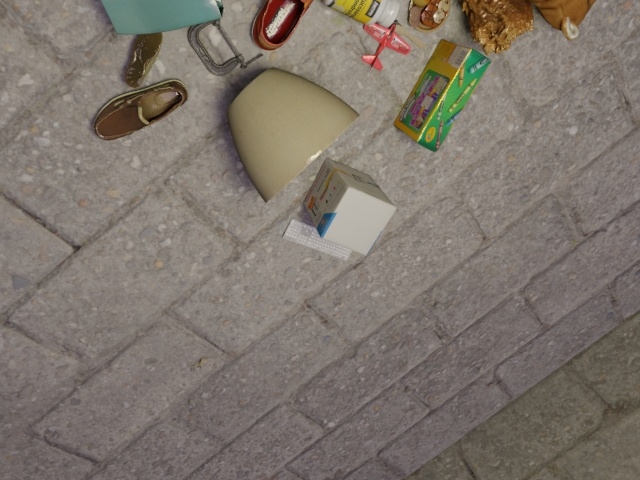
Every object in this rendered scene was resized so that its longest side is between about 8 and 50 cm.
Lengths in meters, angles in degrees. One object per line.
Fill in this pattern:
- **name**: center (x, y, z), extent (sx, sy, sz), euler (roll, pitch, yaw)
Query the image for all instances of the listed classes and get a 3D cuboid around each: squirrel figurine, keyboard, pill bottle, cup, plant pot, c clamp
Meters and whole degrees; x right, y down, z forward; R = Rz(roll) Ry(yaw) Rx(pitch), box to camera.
- **squirrel figurine**: center (0.550, -0.679, 1.258), extent (0.396, 0.281, 0.370), euler (-36, 136, 19)
- **keyboard**: center (0.000, 0.000, 1.593), extent (0.255, 0.014, 0.072), euler (20, 112, -28)
- **pill bottle**: center (0.104, -0.609, 1.208), extent (0.184, 0.103, 0.103), euler (14, 114, -25)
- **cup**: center (-0.100, -0.293, 1.234), extent (0.331, 0.331, 0.237), euler (-43, 99, 9)
- **plant pot**: center (-0.355, -0.551, 1.059), extent (0.234, 0.166, 0.166), euler (-18, 124, 1)
- **c clamp**: center (-0.246, -0.492, 1.214), extent (0.137, 0.022, 0.161), euler (-35, 126, 10)

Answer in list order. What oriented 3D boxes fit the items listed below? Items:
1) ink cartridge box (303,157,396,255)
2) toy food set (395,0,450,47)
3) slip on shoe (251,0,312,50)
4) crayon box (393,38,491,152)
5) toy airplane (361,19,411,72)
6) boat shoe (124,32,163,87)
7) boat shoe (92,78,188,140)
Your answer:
- **ink cartridge box**: center (0.078, -0.105, 1.424), extent (0.168, 0.233, 0.171), euler (20, 112, -25)
- **toy food set**: center (0.296, -0.628, 1.300), extent (0.132, 0.039, 0.192), euler (21, 111, -28)
- **slip on shoe**: center (-0.057, -0.610, 1.157), extent (0.123, 0.101, 0.331), euler (25, 108, -27)
- **crayon box**: center (0.337, -0.413, 1.367), extent (0.081, 0.165, 0.279), euler (18, 113, -27)
- **toy airplane**: center (0.172, -0.533, 1.322), extent (0.151, 0.028, 0.151), euler (-5, 119, -9)
- **boat shoe**: center (-0.428, -0.445, 1.171), extent (0.056, 0.048, 0.153), euler (23, 104, -16)
- **boat shoe**: center (-0.452, -0.324, 1.197), extent (0.257, 0.095, 0.095), euler (-30, 124, 1)
